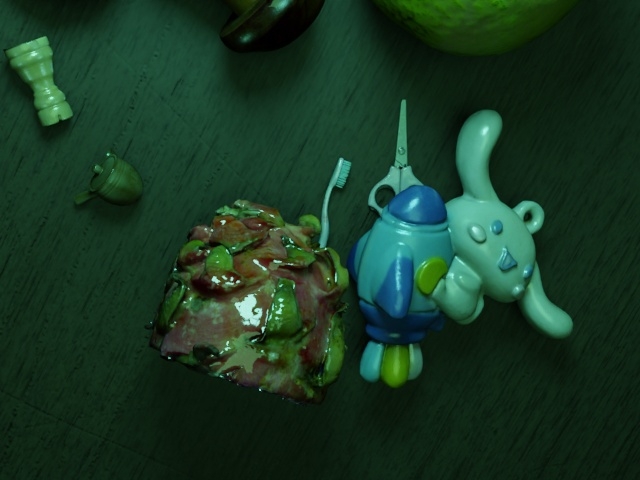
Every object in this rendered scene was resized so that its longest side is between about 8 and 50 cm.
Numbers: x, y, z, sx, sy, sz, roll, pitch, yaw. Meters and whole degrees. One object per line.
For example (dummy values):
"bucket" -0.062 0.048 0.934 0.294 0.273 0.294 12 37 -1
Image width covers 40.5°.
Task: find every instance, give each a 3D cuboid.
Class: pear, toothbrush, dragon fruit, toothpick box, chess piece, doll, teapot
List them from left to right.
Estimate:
"chess piece" -0.409 -0.230 1.268 0.066 0.066 0.122 -18 108 -2
"teapot" -0.323 -0.086 1.313 0.110 0.085 0.080 -33 129 29
"toothpick box" -0.127 -0.395 1.185 0.294 0.192 0.192 41 94 -20
"dragon fruit" -0.080 0.078 1.256 0.296 0.314 0.263 22 82 -18
"toothbrush" 0.000 0.000 1.372 0.027 0.021 0.269 16 99 -3
"doll" 0.187 0.043 1.315 0.365 0.187 0.376 -27 88 -7
"pear" 0.213 -0.424 1.139 0.390 0.391 0.391 -1 101 -6

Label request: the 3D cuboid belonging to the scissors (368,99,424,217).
"scissors" 0.127 -0.127 1.366 0.100 0.015 0.189 0 99 -7
